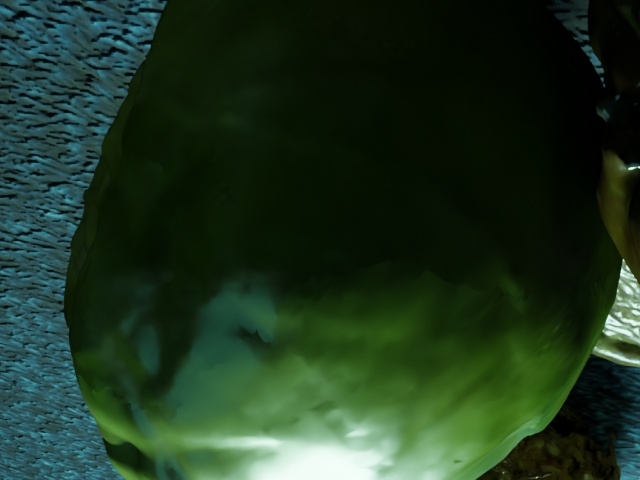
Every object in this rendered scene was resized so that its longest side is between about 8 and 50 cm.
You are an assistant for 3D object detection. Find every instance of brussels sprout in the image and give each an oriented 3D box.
[{"bbox_3d":[0.000,0.000,0.768,0.344,0.268,0.344,-21,137,-20],"label":"brussels sprout"}]

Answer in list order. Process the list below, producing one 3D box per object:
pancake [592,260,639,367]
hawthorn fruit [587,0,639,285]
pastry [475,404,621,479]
[{"bbox_3d":[0.232,0.041,0.996,0.190,0.020,0.184,31,142,-25],"label":"pancake"},{"bbox_3d":[0.268,-0.056,0.619,0.300,0.268,0.268,1,147,-4],"label":"hawthorn fruit"},{"bbox_3d":[0.119,0.227,1.156,0.274,0.193,0.275,8,146,5],"label":"pastry"}]
